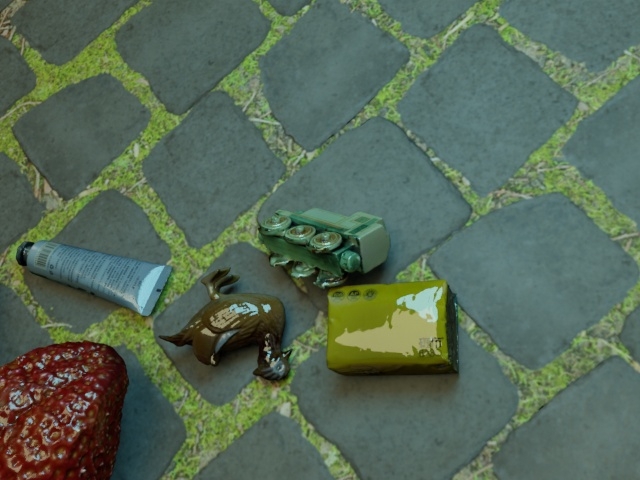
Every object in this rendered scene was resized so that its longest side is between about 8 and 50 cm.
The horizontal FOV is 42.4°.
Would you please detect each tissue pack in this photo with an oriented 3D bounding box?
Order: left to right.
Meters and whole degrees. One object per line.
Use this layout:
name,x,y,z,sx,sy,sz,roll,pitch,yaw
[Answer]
tissue pack,0.098,0.121,1.119,0.169,0.082,0.120,-4,69,17

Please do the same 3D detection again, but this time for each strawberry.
strawberry,-0.380,0.267,1.146,0.250,0.238,0.288,30,73,22

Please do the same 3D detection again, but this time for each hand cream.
hand cream,-0.371,0.052,1.328,0.271,0.058,0.091,13,62,19

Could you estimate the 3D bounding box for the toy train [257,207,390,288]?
toy train,0.000,0.000,1.181,0.125,0.081,0.194,-28,32,-36

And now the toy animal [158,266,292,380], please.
toy animal,-0.136,0.140,1.198,0.188,0.089,0.179,-25,76,4
